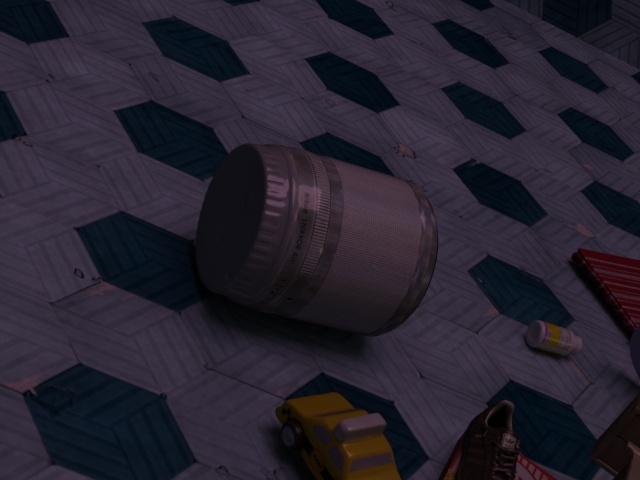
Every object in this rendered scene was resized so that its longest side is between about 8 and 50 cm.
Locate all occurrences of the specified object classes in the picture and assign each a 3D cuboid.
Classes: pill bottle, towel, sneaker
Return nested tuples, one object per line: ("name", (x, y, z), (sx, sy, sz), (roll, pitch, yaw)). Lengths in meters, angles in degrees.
("pill bottle", (0.362, 0.153, 2.029), (0.083, 0.043, 0.043), (18, 32, -24))
("towel", (0.568, 0.121, 2.290), (0.199, 0.031, 0.275), (9, 38, -38))
("sneaker", (0.207, 0.263, 1.585), (0.066, 0.071, 0.188), (25, 29, -11))

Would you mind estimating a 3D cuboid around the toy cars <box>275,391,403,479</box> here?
("toy cars", (0.017, 0.291, 1.414), (0.176, 0.087, 0.393), (23, 34, -5))

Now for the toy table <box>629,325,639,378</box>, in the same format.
("toy table", (0.635, 0.197, 2.043), (0.161, 0.252, 0.274), (-32, 78, -41))

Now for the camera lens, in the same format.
("camera lens", (0.000, 0.000, 1.737), (0.274, 0.219, 0.219), (15, 33, -28))

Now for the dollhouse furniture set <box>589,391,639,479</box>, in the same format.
("dollhouse furniture set", (0.399, 0.329, 1.526), (0.174, 0.303, 0.355), (35, 30, 5))

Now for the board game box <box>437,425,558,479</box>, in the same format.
("board game box", (0.214, 0.323, 1.623), (0.147, 0.045, 0.193), (34, 29, 5))
